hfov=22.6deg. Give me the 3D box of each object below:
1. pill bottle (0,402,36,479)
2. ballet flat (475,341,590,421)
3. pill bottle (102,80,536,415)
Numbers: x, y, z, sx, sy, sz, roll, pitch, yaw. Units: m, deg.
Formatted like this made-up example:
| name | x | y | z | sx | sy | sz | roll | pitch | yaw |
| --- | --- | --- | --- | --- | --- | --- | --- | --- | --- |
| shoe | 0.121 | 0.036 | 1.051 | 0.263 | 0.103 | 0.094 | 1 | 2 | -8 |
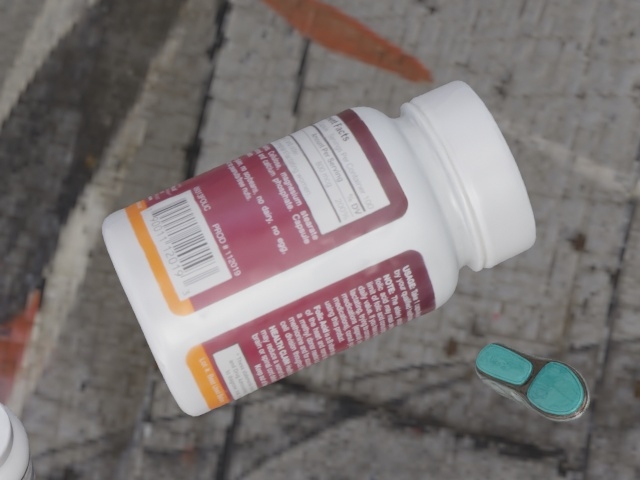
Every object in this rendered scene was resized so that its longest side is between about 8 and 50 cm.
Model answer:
| name | x | y | z | sx | sy | sz | roll | pitch | yaw |
| --- | --- | --- | --- | --- | --- | --- | --- | --- | --- |
| pill bottle | -0.325 | 0.207 | 1.501 | 0.180 | 0.108 | 0.108 | 103 | 163 | -64 |
| ballet flat | 0.276 | 0.182 | 1.993 | 0.072 | 0.068 | 0.213 | -54 | 34 | -7 |
| pill bottle | 0.000 | 0.000 | 1.610 | 0.224 | 0.392 | 0.224 | 156 | 90 | -85 |
